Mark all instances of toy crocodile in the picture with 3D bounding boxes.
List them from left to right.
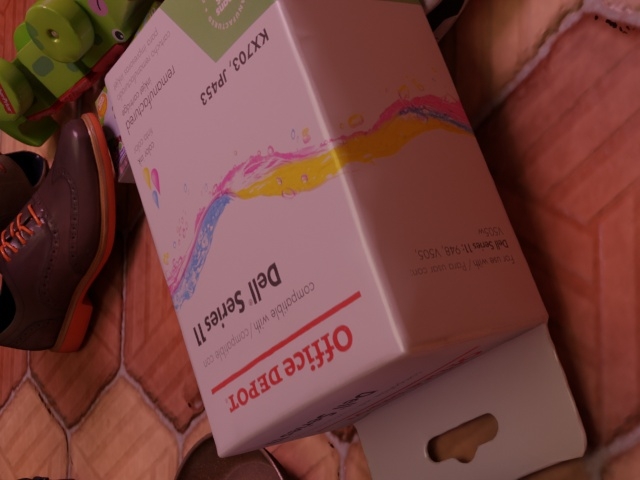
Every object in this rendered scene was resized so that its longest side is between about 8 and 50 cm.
[{"bbox_3d":[-0.248,-0.190,1.089,0.340,0.105,0.115,-28,23,44],"label":"toy crocodile"}]

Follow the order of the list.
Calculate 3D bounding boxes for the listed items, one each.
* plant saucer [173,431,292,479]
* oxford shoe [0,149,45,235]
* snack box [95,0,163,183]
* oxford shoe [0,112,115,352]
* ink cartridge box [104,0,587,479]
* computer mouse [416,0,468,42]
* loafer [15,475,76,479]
[{"bbox_3d":[-0.058,0.244,0.841,0.198,0.036,0.198,-7,81,53],"label":"plant saucer"},{"bbox_3d":[-0.372,-0.038,1.097,0.130,0.123,0.348,-63,1,9],"label":"oxford shoe"},{"bbox_3d":[-0.156,-0.133,1.012,0.141,0.037,0.100,-48,50,39],"label":"snack box"},{"bbox_3d":[-0.265,0.001,1.068,0.097,0.098,0.271,50,131,47],"label":"oxford shoe"},{"bbox_3d":[0.000,0.000,0.683,0.207,0.119,0.353,-38,66,47],"label":"ink cartridge box"},{"bbox_3d":[0.055,-0.141,0.734,0.193,0.042,0.106,-50,45,45],"label":"computer mouse"},{"bbox_3d":[-0.325,0.290,1.138,0.302,0.109,0.095,-42,50,46],"label":"loafer"}]
